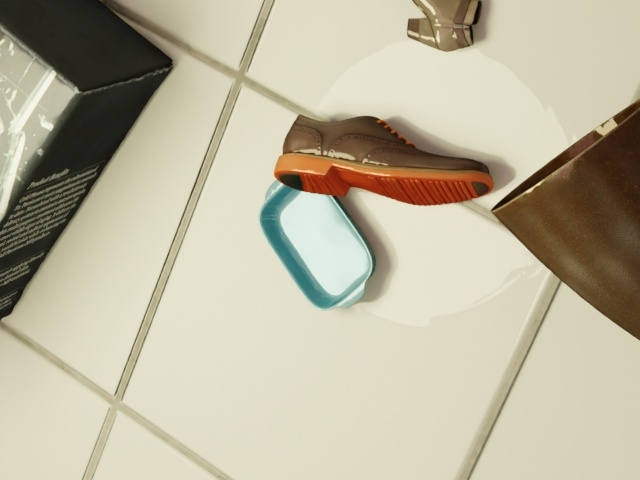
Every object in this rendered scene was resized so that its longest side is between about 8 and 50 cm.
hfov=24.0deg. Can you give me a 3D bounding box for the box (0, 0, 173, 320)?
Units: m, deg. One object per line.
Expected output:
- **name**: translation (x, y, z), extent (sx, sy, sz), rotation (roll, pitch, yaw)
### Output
- **box**: translation (-0.541, -0.181, 1.996), extent (0.480, 0.297, 0.472), rotation (39, 111, 6)

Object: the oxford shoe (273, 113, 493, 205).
- **oxford shoe**: translation (0.079, -0.105, 1.814), extent (0.271, 0.097, 0.098), rotation (8, 71, 17)

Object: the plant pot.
- **plant pot**: translation (0.338, -0.004, 1.622), extent (0.215, 0.215, 0.230), rotation (-37, 90, 28)

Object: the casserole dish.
- **casserole dish**: translation (0.000, 0.000, 1.900), extent (0.114, 0.037, 0.188), rotation (-42, 73, 27)

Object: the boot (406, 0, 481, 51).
- **boot**: translation (0.148, -0.283, 1.790), extent (0.087, 0.042, 0.118), rotation (6, 98, 23)
